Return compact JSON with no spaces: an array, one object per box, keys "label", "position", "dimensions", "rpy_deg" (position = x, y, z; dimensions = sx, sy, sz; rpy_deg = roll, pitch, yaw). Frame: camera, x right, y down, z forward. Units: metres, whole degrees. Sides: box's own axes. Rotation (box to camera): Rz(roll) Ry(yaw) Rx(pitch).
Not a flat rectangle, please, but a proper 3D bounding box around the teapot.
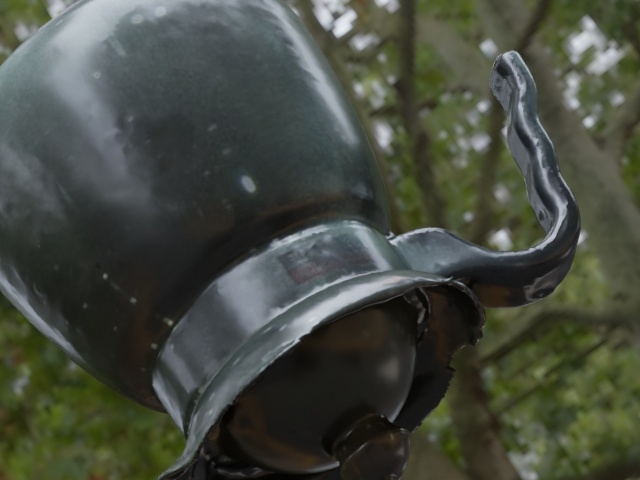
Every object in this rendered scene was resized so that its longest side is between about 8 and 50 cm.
[{"label":"teapot","position":[-0.013,0.017,1.023],"dimensions":[0.305,0.285,0.223],"rpy_deg":[-8,-40,-42]}]
